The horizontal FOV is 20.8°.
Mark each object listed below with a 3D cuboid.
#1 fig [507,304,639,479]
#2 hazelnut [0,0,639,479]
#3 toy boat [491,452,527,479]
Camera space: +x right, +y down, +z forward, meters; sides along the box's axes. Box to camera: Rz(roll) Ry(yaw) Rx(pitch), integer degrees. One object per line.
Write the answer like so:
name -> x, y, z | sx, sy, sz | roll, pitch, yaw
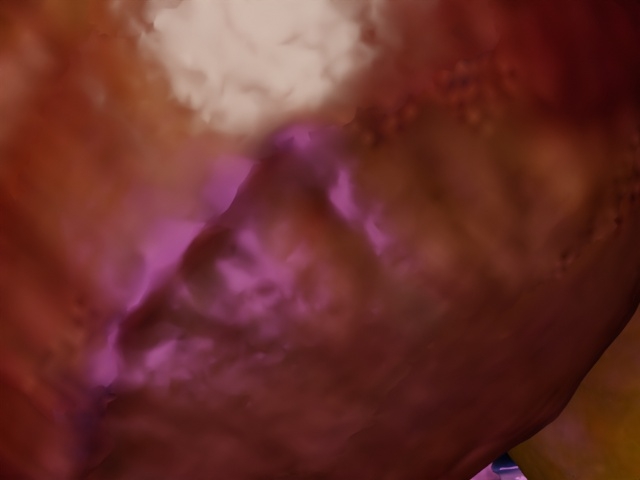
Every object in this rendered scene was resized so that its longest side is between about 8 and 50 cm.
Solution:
fig -> 0.192, 0.094, 0.943 | 0.314, 0.233, 0.233 | -18, 104, 26
hazelnut -> -0.045, -0.048, 0.830 | 0.421, 0.353, 0.420 | 1, 91, 35
toy boat -> 0.147, 0.168, 1.042 | 0.215, 0.088, 0.102 | -8, 103, 16
